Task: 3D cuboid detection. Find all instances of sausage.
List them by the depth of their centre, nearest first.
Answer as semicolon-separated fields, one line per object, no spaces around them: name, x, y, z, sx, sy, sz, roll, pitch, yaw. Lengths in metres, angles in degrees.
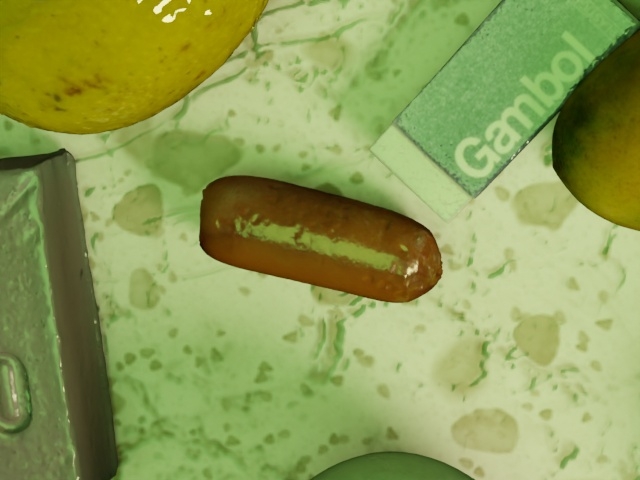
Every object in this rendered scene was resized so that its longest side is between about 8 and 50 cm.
sausage;0.000;0.000;1.514;0.197;0.076;0.076;14;104;10

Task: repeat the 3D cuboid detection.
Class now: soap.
soap;-0.330;0.079;1.589;0.296;0.107;0.285;-7;97;13

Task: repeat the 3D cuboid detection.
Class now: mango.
mango;0.297;-0.096;1.401;0.254;0.139;0.175;-43;86;23

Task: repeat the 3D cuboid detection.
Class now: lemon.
lemon;-0.172;-0.209;1.416;0.310;0.258;0.258;-38;91;19

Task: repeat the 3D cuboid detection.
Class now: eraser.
eraser;0.139;-0.119;1.474;0.092;0.046;0.212;44;107;1

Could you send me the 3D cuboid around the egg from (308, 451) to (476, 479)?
egg;0.064;0.351;1.467;0.276;0.276;0.389;-6;96;13
